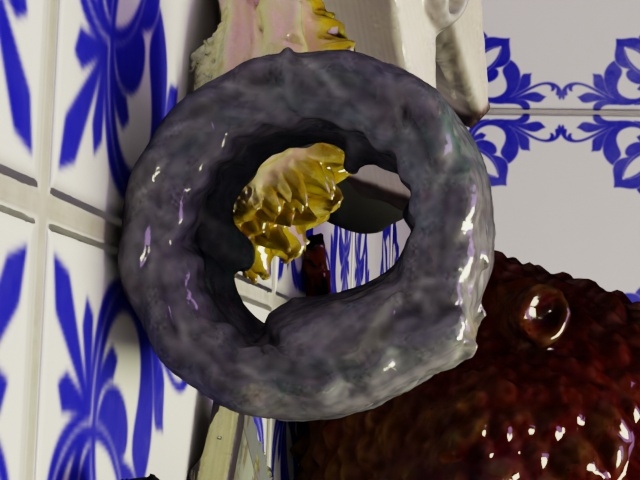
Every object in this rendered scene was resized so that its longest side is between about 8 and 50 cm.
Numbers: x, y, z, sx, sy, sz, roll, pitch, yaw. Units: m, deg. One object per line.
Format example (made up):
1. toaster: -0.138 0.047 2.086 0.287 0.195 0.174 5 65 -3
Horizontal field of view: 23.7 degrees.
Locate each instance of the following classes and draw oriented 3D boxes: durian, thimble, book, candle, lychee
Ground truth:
1. durian: -0.016 -0.086 0.749 0.140 0.078 0.224 65 24 -71
2. thimble: -0.003 0.000 0.605 0.098 0.150 0.150 35 56 -83
3. book: -0.044 0.189 0.811 0.231 0.026 0.157 78 18 -60
4. candle: 0.000 0.075 1.152 0.026 0.021 0.167 -118 -159 -59
5. lychee: 0.126 0.153 1.076 0.306 0.306 0.330 -79 175 -55

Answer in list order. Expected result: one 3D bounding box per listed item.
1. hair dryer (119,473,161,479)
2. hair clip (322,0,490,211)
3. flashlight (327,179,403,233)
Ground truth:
1. hair dryer: -0.039 0.204 0.534 0.197 0.089 0.251 -178 -110 -76
2. hair clip: 0.038 -0.165 0.811 0.101 0.085 0.330 -45 146 -28
3. flashlight: 0.013 -0.172 0.944 0.424 0.103 0.103 81 12 -49
